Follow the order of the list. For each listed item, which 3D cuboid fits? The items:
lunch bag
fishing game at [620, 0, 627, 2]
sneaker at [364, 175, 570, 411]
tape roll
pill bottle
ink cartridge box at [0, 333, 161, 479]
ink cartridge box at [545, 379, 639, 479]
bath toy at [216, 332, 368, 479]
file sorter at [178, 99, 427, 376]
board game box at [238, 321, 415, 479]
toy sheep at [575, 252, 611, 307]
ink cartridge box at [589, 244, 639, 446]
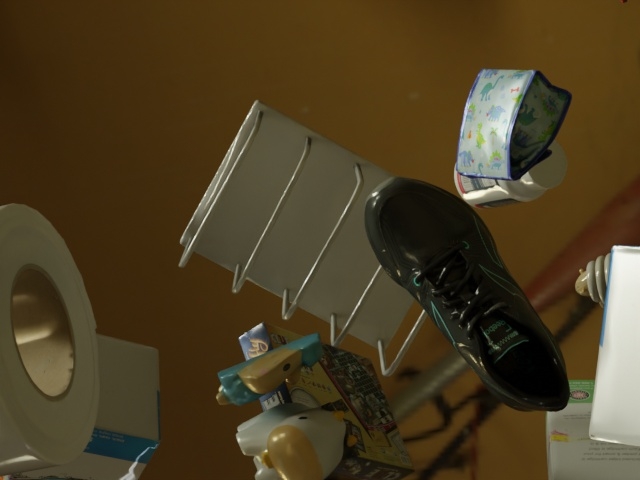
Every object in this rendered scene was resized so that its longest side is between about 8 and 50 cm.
[{"bbox_3d":[0.256,-0.152,2.056,0.129,0.096,0.151,10,72,60],"label":"lunch bag"},{"bbox_3d":[0.453,-0.398,1.821,0.041,0.264,0.189,-147,36,-78],"label":"fishing game"},{"bbox_3d":[0.143,0.050,1.367,0.267,0.101,0.106,49,-179,-9],"label":"sneaker"},{"bbox_3d":[-0.336,0.107,1.601,0.286,0.100,0.286,-13,-90,-76],"label":"tape roll"},{"bbox_3d":[0.302,-0.111,2.369,0.180,0.108,0.108,-9,90,60],"label":"pill bottle"},{"bbox_3d":[-0.336,0.262,2.037,0.233,0.168,0.171,-58,27,35],"label":"ink cartridge box"},{"bbox_3d":[0.323,0.247,1.621,0.212,0.154,0.093,-81,-11,-59],"label":"ink cartridge box"},{"bbox_3d":[0.013,0.273,1.563,0.151,0.129,0.348,-122,8,-80],"label":"bath toy"},{"bbox_3d":[0.000,0.000,1.694,0.193,0.277,0.173,-61,5,11],"label":"file sorter"},{"bbox_3d":[0.010,0.199,1.806,0.243,0.042,0.165,25,-142,-53],"label":"board game box"},{"bbox_3d":[0.448,0.060,2.263,0.091,0.132,0.091,-13,-90,-70],"label":"toy sheep"},{"bbox_3d":[0.309,0.091,1.149,0.086,0.203,0.148,1,83,52],"label":"ink cartridge box"}]
